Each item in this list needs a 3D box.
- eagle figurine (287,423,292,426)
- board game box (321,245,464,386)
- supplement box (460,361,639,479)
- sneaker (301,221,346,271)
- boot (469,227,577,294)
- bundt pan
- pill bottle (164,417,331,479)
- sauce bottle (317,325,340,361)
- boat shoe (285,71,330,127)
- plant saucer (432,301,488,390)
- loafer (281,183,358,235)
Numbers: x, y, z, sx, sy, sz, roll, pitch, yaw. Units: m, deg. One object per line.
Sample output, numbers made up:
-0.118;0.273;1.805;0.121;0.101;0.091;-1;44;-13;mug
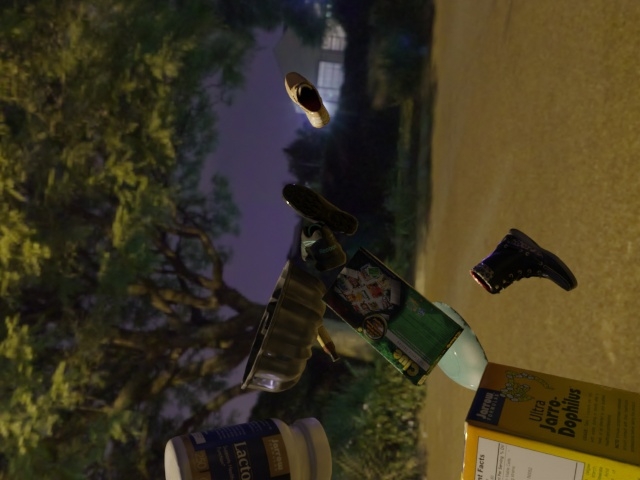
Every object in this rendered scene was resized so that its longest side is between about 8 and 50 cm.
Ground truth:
-0.100;0.710;1.956;0.225;0.298;0.226;-39;-13;35;eagle figurine
0.129;0.138;1.291;0.136;0.259;0.030;-52;-31;4;board game box
0.423;0.361;1.118;0.195;0.356;0.194;-42;-43;-58;supplement box
0.000;0.000;1.719;0.267;0.101;0.106;-152;40;-75;sneaker
0.529;0.093;1.799;0.236;0.178;0.085;44;168;35;boot
-0.078;0.220;1.659;0.331;0.124;0.331;-158;90;-85;bundt pan
-0.123;0.392;1.183;0.153;0.264;0.153;174;90;-66;pill bottle
0.021;0.342;2.279;0.128;0.042;0.042;60;173;15;sauce bottle
-0.032;-0.333;1.558;0.170;0.063;0.059;55;175;28;boat shoe
0.253;0.214;1.335;0.195;0.037;0.195;54;160;31;plant saucer
-0.007;-0.076;1.787;0.076;0.223;0.078;-64;16;-10;loafer
